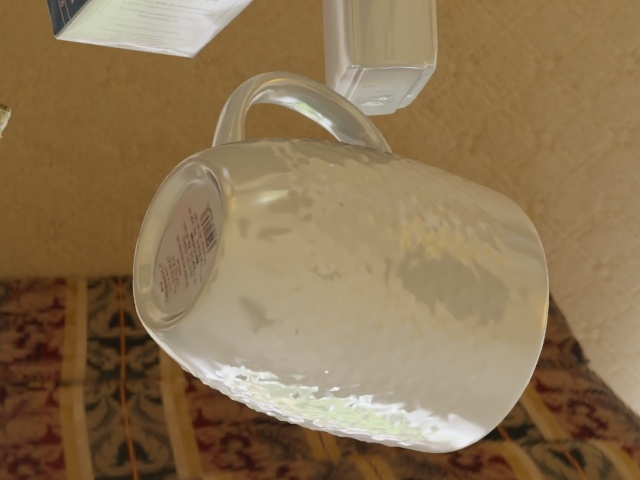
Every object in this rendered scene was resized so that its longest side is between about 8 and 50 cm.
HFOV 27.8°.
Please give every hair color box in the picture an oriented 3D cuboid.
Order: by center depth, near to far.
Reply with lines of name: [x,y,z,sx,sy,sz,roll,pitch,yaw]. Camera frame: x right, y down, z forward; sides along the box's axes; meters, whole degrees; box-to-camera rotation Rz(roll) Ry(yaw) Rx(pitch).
hair color box: [-0.110,-0.312,1.237,0.174,0.105,0.347,1,156,-41]

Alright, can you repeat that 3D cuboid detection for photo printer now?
photo printer: [0.058,-0.310,1.415,0.107,0.256,0.307,-1,85,-5]

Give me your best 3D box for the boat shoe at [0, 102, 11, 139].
boat shoe: [-0.392,-0.123,1.479,0.050,0.135,0.045,19,71,-23]

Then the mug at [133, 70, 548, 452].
mug: [0.000,0.000,1.252,0.328,0.374,0.276,16,143,-33]
